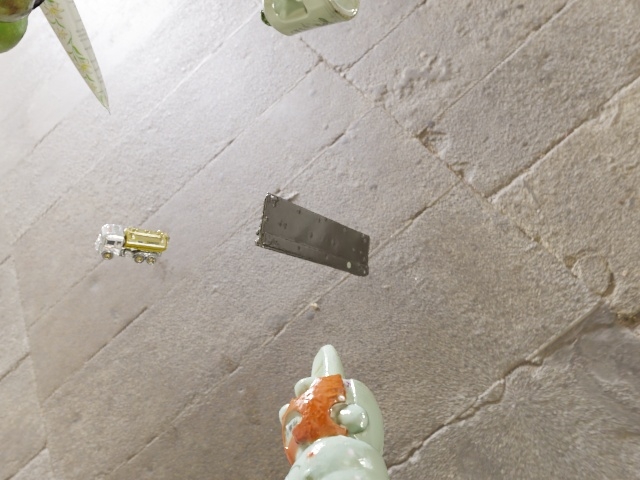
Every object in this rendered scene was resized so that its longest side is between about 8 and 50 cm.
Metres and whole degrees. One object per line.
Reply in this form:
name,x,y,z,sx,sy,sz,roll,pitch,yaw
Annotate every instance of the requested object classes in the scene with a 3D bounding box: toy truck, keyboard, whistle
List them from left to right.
toy truck,-0.361,0.004,0.802,0.052,0.123,0.063,49,121,47
keyboard,-0.001,0.000,0.593,0.023,0.231,0.072,-7,72,41
whistle,0.012,0.195,0.408,0.102,0.106,0.253,-31,23,12

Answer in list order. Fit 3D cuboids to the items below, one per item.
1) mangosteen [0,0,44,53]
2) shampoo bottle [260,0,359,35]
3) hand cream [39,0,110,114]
mangosteen,-0.321,-0.272,0.323,0.243,0.243,0.243,-9,67,22
shampoo bottle,-0.043,-0.489,0.864,0.234,0.118,0.087,11,84,42
hand cream,-0.315,-0.259,0.526,0.042,0.194,0.067,-26,39,-19
